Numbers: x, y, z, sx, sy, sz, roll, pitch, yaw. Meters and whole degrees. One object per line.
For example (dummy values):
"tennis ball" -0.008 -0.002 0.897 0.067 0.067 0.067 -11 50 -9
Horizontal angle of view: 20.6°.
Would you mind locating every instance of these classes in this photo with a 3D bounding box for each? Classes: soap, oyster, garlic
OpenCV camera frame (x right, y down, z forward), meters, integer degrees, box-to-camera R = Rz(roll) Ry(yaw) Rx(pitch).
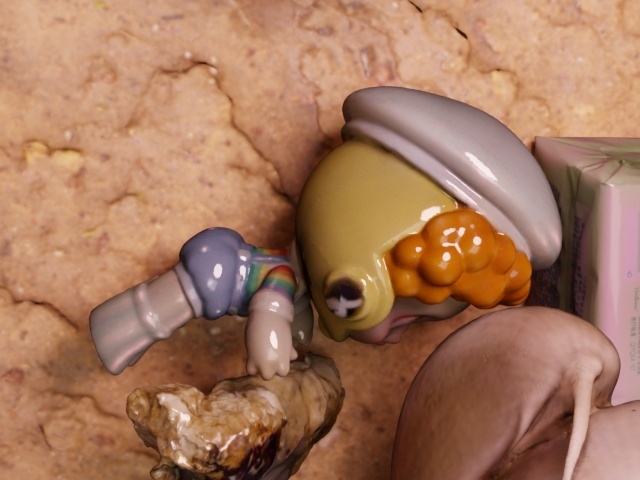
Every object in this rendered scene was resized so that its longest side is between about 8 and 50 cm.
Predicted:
"soap" 0.263 0.022 1.482 0.138 0.182 0.199 -4 105 -14
"oyster" -0.060 0.167 1.450 0.232 0.107 0.161 19 105 -55
"garlic" 0.163 0.159 1.295 0.246 0.340 0.231 -23 82 -13

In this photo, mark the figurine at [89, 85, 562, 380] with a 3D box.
"figurine" -0.006 0.002 1.397 0.381 0.224 0.205 -20 90 -5
